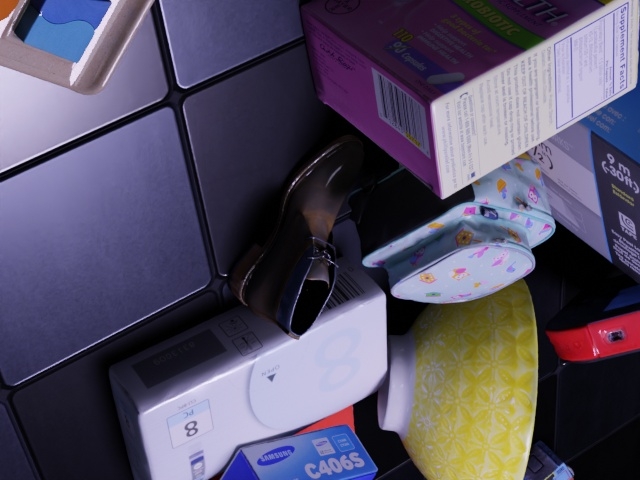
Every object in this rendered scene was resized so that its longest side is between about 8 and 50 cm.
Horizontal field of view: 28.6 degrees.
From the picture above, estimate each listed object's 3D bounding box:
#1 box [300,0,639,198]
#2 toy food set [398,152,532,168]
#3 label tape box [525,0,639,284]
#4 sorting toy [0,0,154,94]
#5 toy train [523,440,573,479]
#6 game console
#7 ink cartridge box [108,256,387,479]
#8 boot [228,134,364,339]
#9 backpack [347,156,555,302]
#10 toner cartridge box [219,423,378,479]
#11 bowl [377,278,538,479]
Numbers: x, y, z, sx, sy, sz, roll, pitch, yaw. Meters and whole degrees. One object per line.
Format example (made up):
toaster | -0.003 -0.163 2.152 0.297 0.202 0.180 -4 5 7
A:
box | 0.144 -0.188 1.213 0.243 0.213 0.117 -29 136 -18
toy food set | 0.147 -0.064 1.439 0.218 0.071 0.128 -8 104 -35
label tape box | 0.314 -0.126 1.380 0.115 0.249 0.348 -37 139 -9
sorting toy | -0.194 -0.271 0.993 0.229 0.041 0.307 18 110 -46
toy train | 0.312 0.400 1.948 0.184 0.080 0.105 -39 130 -5
game console | 0.489 0.048 1.567 0.386 0.060 0.342 -17 -174 24
ink cartridge box | -0.066 0.236 1.482 0.308 0.091 0.385 -25 135 -22
boot | 0.000 0.000 1.329 0.082 0.106 0.219 21 108 -47
backpack | 0.148 -0.017 1.295 0.188 0.144 0.166 -2 156 -44
toner cartridge box | -0.082 0.368 1.526 0.165 0.075 0.348 -6 140 -41
bowl | 0.154 0.179 1.526 0.156 0.289 0.289 5 125 -4
